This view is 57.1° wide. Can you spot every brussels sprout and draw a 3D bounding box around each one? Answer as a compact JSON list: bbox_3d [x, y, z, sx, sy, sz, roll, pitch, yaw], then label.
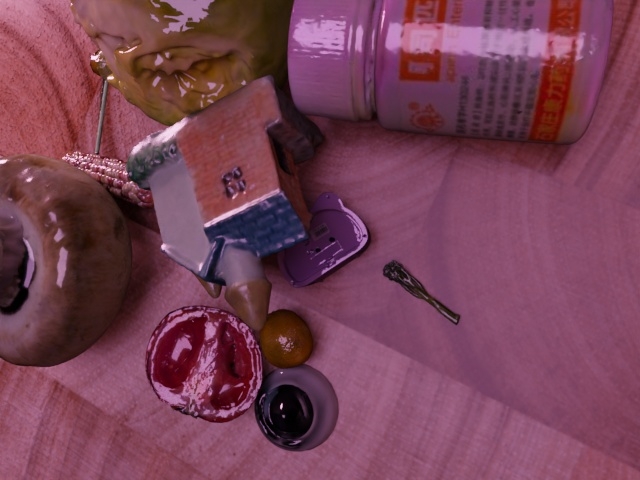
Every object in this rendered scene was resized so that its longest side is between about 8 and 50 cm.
[{"bbox_3d":[-0.193,-0.337,0.892,0.345,0.268,0.343,2,79,-13],"label":"brussels sprout"}]

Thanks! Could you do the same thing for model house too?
[{"bbox_3d":[-0.109,-0.018,0.864,0.267,0.194,0.324,-23,68,17],"label":"model house"}]

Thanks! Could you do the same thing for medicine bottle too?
[{"bbox_3d":[0.166,-0.254,0.803,0.389,0.219,0.219,8,89,14],"label":"medicine bottle"}]

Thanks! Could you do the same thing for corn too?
[{"bbox_3d":[-0.369,-0.112,1.043,0.237,0.079,0.079,16,91,18],"label":"corn"}]

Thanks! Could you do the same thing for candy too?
[{"bbox_3d":[-0.392,-0.251,1.062,0.061,0.061,0.202,0,80,17],"label":"candy"}]

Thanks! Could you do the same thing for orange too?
[{"bbox_3d":[-0.055,0.153,0.922,0.085,0.085,0.095,-31,83,13],"label":"orange"}]

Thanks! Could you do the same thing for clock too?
[{"bbox_3d":[0.000,0.000,0.935,0.153,0.050,0.110,-34,77,12],"label":"clock"}]

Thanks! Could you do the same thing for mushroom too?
[{"bbox_3d":[-0.471,0.032,0.962,0.353,0.260,0.351,1,93,21],"label":"mushroom"}]

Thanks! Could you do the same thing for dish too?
[{"bbox_3d":[-0.050,0.267,0.917,0.141,0.078,0.141,-1,86,18],"label":"dish"}]

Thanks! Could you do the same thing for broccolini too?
[{"bbox_3d":[0.152,0.080,0.891,0.140,0.035,0.030,39,101,15],"label":"broccolini"}]

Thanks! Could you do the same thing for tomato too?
[{"bbox_3d":[-0.181,0.194,0.954,0.190,0.099,0.173,22,84,1],"label":"tomato"}]
